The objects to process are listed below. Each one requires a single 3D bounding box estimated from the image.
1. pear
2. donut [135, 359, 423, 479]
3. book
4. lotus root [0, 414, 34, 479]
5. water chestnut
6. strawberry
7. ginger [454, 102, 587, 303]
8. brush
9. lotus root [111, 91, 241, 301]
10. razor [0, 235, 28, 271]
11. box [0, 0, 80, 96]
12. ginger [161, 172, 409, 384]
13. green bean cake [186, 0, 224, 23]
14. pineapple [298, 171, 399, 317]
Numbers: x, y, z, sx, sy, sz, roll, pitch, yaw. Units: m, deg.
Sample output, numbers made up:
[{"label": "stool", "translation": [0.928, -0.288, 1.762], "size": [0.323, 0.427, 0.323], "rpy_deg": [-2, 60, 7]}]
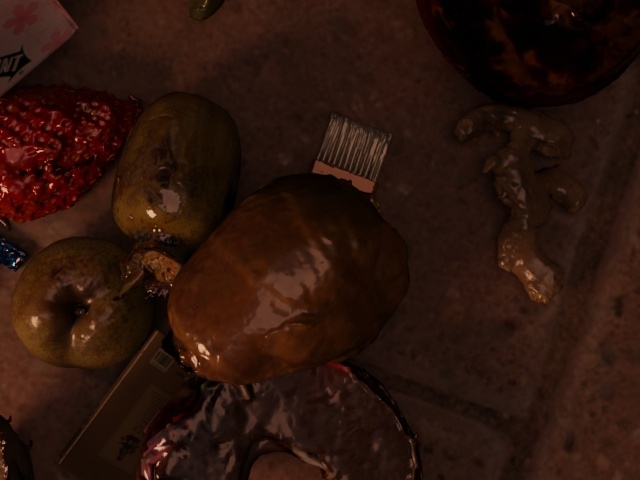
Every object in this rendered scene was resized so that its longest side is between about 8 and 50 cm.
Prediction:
[{"label": "pear", "translation": [-0.277, 0.076, 1.700], "size": [0.167, 0.136, 0.167], "rpy_deg": [0, 87, -7]}, {"label": "donut", "translation": [-0.033, 0.254, 1.721], "size": [0.345, 0.136, 0.259], "rpy_deg": [31, 80, -12]}, {"label": "book", "translation": [-0.210, 0.215, 1.730], "size": [0.199, 0.016, 0.138], "rpy_deg": [-53, 129, -4]}, {"label": "lotus root", "translation": [-0.369, 0.306, 1.672], "size": [0.074, 0.170, 0.261], "rpy_deg": [-4, 99, 0]}, {"label": "water chestnut", "translation": [0.260, -0.340, 1.712], "size": [0.350, 0.302, 0.350], "rpy_deg": [-12, 125, -18]}, {"label": "strawberry", "translation": [-0.320, -0.103, 1.717], "size": [0.228, 0.098, 0.174], "rpy_deg": [-5, 90, -6]}, {"label": "ginger", "translation": [0.271, -0.055, 1.806], "size": [0.149, 0.065, 0.259], "rpy_deg": [-19, 89, -9]}, {"label": "brush", "translation": [0.000, 0.000, 1.796], "size": [0.090, 0.017, 0.314], "rpy_deg": [20, 88, -6]}, {"label": "lotus root", "translation": [-0.168, -0.050, 1.675], "size": [0.154, 0.154, 0.278], "rpy_deg": [17, 56, -6]}, {"label": "razor", "translation": [-0.474, 0.128, 1.719], "size": [0.093, 0.056, 0.324], "rpy_deg": [32, 86, -7]}, {"label": "box", "translation": [-0.456, -0.180, 1.601], "size": [0.369, 0.190, 0.112], "rpy_deg": [-42, 66, -2]}, {"label": "ginger", "translation": [-0.031, 0.036, 1.580], "size": [0.269, 0.200, 0.223], "rpy_deg": [-2, 111, -43]}, {"label": "green bean cake", "translation": [-0.212, -0.383, 1.723], "size": [0.236, 0.124, 0.233], "rpy_deg": [14, 86, -6]}, {"label": "pineapple", "translation": [-0.004, 0.022, 1.750], "size": [0.224, 0.076, 0.225], "rpy_deg": [-1, 95, -8]}]
